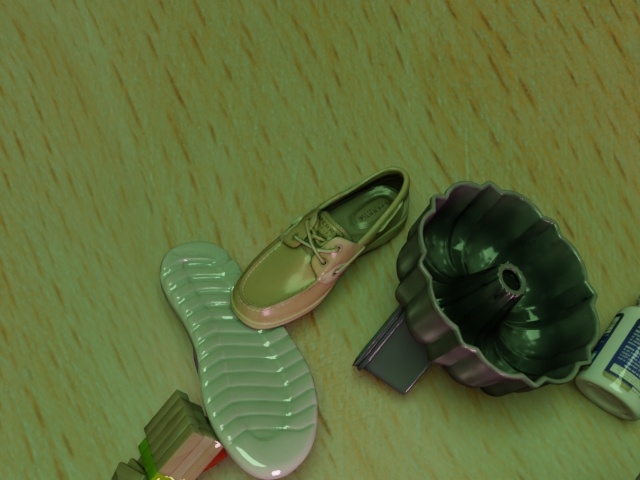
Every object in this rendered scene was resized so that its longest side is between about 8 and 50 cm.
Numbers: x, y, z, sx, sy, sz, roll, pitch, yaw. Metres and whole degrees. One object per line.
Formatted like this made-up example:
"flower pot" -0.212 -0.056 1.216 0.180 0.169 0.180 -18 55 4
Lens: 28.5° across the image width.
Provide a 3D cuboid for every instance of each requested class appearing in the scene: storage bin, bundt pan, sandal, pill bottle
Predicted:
"storage bin" 0.125 0.160 1.887 0.091 0.098 0.135 40 98 1
"bundt pan" 0.243 0.084 1.839 0.330 0.124 0.331 19 52 -26
"sandal" -0.121 0.179 1.889 0.169 0.102 0.416 -11 56 -20
"pill bottle" 0.471 0.162 1.864 0.112 0.112 0.187 34 76 13

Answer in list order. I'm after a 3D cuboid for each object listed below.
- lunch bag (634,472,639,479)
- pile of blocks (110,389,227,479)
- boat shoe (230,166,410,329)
"lunch bag" 0.448 0.458 1.649 0.287 0.169 0.235 42 88 -23
"pile of blocks" -0.239 0.404 1.821 0.112 0.149 0.362 32 81 -32
"boat shoe" 0.000 0.000 1.904 0.121 0.110 0.341 42 65 17
